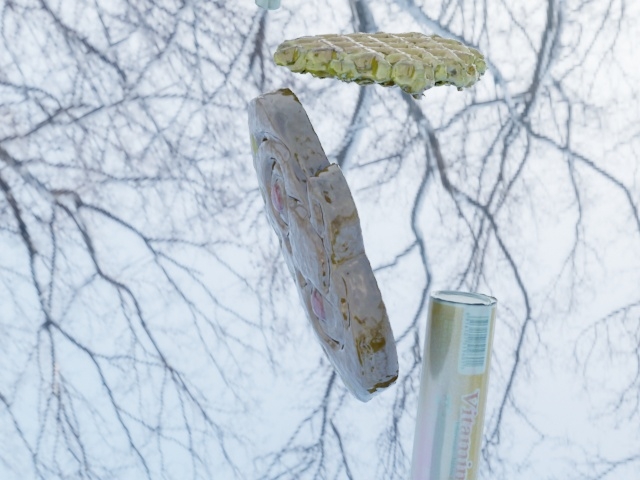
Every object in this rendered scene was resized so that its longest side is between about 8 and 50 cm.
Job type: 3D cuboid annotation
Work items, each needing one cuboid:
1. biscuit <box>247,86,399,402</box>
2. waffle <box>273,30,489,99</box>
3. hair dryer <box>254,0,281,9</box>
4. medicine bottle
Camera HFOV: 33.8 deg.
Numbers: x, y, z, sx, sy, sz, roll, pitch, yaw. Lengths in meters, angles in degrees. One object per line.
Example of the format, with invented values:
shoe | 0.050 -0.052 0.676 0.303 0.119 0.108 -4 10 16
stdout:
biscuit | -0.009 0.003 1.283 0.070 0.350 0.394 -20 -106 -8
waffle | 0.076 -0.224 1.303 0.245 0.052 0.254 15 -158 27
hair dryer | -0.112 -0.369 1.487 0.124 0.063 0.038 14 -151 10
medicine bottle | 0.170 0.281 1.399 0.108 0.108 0.426 9 -82 25
